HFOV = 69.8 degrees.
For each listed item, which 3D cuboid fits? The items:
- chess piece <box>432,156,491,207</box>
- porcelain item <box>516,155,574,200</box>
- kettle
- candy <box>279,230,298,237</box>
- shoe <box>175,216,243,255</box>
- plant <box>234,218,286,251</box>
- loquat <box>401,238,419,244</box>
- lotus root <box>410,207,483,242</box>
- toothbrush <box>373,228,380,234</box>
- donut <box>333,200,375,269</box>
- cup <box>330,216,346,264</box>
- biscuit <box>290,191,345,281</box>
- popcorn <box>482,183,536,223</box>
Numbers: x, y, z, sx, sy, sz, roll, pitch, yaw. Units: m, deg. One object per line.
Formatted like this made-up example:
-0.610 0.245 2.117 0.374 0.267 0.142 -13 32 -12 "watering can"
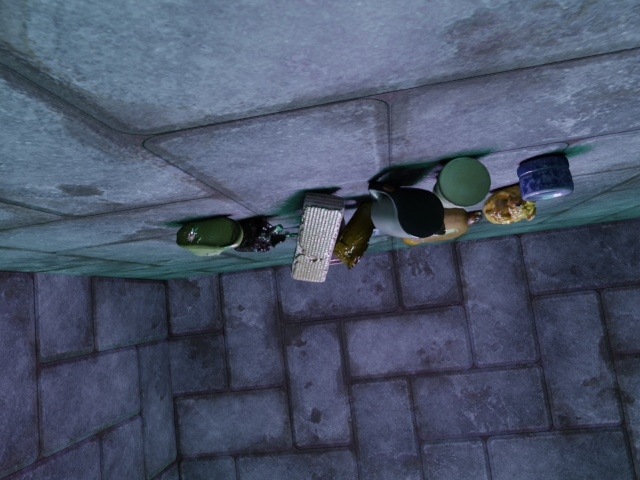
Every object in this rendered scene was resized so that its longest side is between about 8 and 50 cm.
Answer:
0.404 -0.159 1.385 0.144 0.145 0.251 -7 179 4 "chess piece"
0.682 -0.190 1.397 0.147 0.114 0.147 -5 171 -1 "porcelain item"
0.247 -0.100 1.419 0.240 0.165 0.255 37 180 -11 "kettle"
-0.161 -0.026 2.084 0.323 0.097 0.097 0 173 5 "candy"
-0.403 -0.018 1.699 0.262 0.140 0.128 -3 163 12 "shoe"
-0.246 -0.018 1.795 0.203 0.131 0.142 1 174 18 "plant"
0.444 -0.046 2.179 0.141 0.141 0.141 -7 172 -1 "loquat"
0.532 -0.073 1.999 0.342 0.152 0.169 -7 173 22 "lotus root"
0.136 -0.052 2.288 0.386 0.040 0.040 1 170 -27 "toothbrush"
0.134 -0.033 1.688 0.107 0.272 0.272 31 169 -2 "donut"
0.000 0.000 1.885 0.191 0.201 0.252 0 169 -42 "cup"
-0.020 0.004 1.605 0.143 0.079 0.426 7 140 -4 "biscuit"
0.737 -0.142 1.766 0.163 0.140 0.194 7 156 -28 "popcorn"
